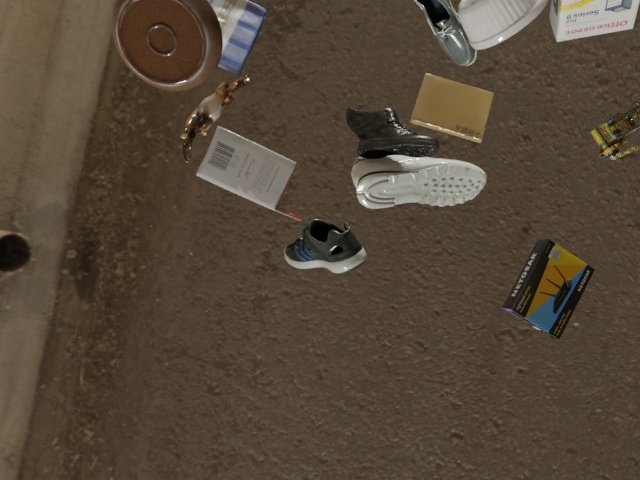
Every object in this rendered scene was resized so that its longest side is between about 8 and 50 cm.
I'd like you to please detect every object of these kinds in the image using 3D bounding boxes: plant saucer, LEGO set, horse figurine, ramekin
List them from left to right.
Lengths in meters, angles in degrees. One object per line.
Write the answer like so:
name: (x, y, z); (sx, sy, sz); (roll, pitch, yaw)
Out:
plant saucer: (-0.231, -0.300, 0.801); (0.168, 0.168, 0.029); (-36, 22, 24)
horse figurine: (-0.277, -0.325, 1.375); (0.263, 0.066, 0.174); (-47, 21, 10)
ramekin: (0.441, -0.584, 1.340); (0.207, 0.109, 0.207); (-34, 25, 19)
LEGO set: (0.796, -0.252, 1.194); (0.192, 0.255, 0.331); (61, 158, 9)

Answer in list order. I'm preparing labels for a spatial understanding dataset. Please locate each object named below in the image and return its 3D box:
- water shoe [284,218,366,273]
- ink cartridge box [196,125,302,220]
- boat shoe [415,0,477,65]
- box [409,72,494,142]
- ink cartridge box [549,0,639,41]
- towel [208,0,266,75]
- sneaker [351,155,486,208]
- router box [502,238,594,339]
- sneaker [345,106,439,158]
water shoe: (0.000, 0.000, 0.876); (0.203, 0.073, 0.080); (3, 118, 56)
ink cartridge box: (-0.147, -0.165, 1.401); (0.272, 0.309, 0.130); (25, 94, -6)
boat shoe: (0.381, -0.678, 1.695); (0.116, 0.099, 0.319); (-13, 117, 48)
box: (0.365, -0.368, 1.497); (0.201, 0.021, 0.164); (18, 69, 5)
ink cartridge box: (0.553, -0.520, 1.079); (0.154, 0.212, 0.093); (-5, 60, 14)
towel: (-0.281, -0.530, 1.263); (0.034, 0.285, 0.209); (-35, 33, 63)
sneaker: (0.172, -0.117, 0.946); (0.095, 0.235, 0.090); (-98, 11, -50)
router box: (0.499, 0.106, 1.185); (0.133, 0.046, 0.179); (31, 82, -8)
sneaker: (0.118, -0.186, 0.907); (0.170, 0.051, 0.089); (1, 72, 30)
